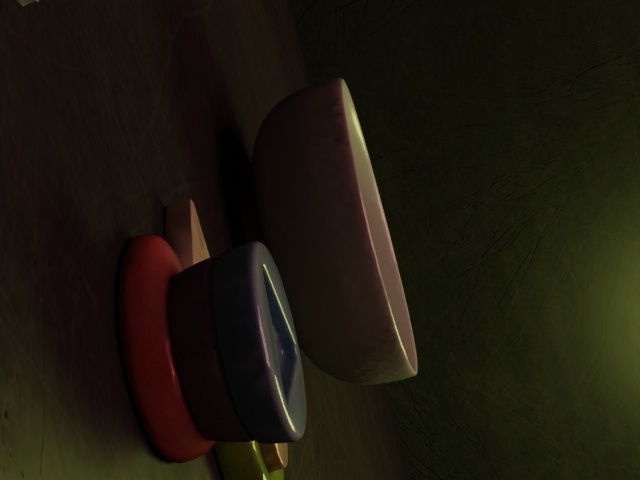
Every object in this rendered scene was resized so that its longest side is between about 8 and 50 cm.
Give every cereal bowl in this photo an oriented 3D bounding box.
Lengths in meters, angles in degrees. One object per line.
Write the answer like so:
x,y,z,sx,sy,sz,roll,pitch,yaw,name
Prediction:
0.000,0.000,1.358,0.339,0.141,0.339,-14,90,-85,cereal bowl

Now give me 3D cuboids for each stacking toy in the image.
-0.027,0.114,0.892,0.279,0.130,0.309,-90,166,-65,stacking toy

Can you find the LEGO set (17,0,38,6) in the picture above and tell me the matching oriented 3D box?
-0.186,-0.240,0.584,0.244,0.060,0.183,49,24,-76,LEGO set
